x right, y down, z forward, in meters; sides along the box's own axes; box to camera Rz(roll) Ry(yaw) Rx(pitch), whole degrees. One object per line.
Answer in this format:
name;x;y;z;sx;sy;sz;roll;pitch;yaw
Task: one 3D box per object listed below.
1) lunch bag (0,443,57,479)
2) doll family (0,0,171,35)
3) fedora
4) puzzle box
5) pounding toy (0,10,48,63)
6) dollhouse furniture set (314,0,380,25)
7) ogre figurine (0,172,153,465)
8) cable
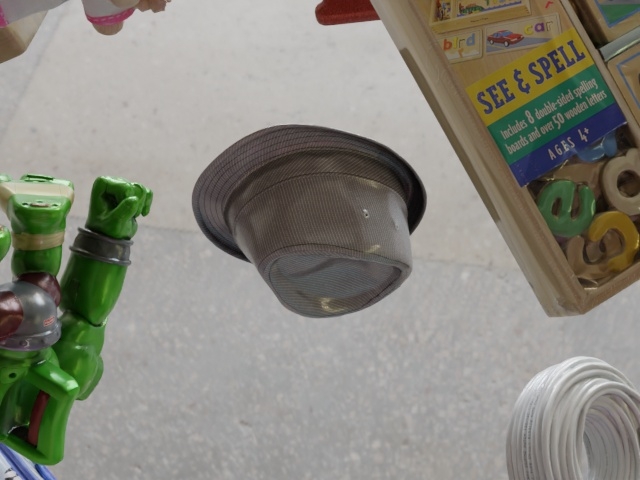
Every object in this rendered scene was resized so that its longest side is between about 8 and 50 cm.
lunch bag;-0.261;0.308;0.978;0.115;0.243;0.303;-39;28;-22
doll family;-0.073;-0.149;0.259;0.163;0.263;0.118;-24;44;-18
fedora;0.000;0.000;1.109;0.243;0.275;0.124;-34;51;28
puzzle box;0.254;-0.167;0.666;0.409;0.052;0.272;-31;91;-14
pounding toy;-0.216;-0.140;0.466;0.141;0.130;0.100;-17;38;21
dollhouse furniture set;0.042;-0.310;0.700;0.152;0.374;0.201;-7;47;13
ogre figurine;-0.153;0.040;0.465;0.096;0.118;0.197;9;18;7
cable;0.346;0.280;1.313;0.089;0.257;0.257;-16;30;48
